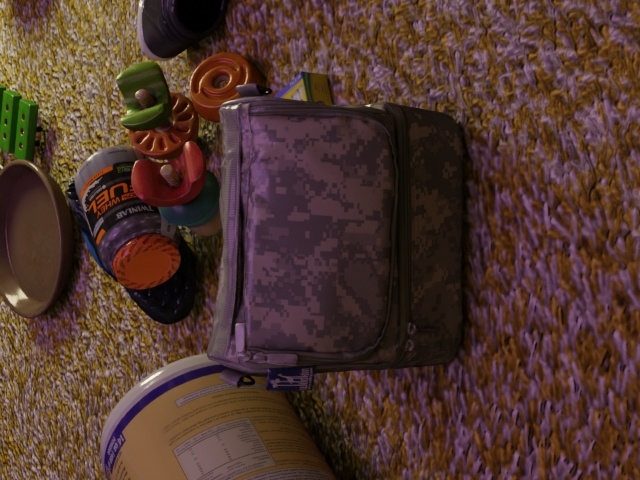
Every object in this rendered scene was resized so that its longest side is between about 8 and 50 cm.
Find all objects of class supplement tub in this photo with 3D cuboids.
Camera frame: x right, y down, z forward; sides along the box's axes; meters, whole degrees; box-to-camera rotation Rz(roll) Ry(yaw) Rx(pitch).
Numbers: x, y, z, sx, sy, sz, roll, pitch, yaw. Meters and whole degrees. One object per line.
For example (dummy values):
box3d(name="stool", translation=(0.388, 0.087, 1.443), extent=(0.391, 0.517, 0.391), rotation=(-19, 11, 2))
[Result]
box3d(name="supplement tub", translation=(-0.264, -0.031, 1.807), extent=(0.117, 0.117, 0.190), rotation=(-59, 43, 34))
box3d(name="supplement tub", translation=(-0.095, 0.318, 1.514), extent=(0.331, 0.241, 0.241), rotation=(54, 130, 42))

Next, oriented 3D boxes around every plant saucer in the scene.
box3d(name="plant saucer", translation=(-0.504, -0.003, 2.267), extent=(0.278, 0.041, 0.278), rotation=(6, 98, 49))

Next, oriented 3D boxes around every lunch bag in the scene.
box3d(name="lunch bag", translation=(0.000, 0.000, 1.374), extent=(0.212, 0.256, 0.305), rotation=(-1, 87, 50))

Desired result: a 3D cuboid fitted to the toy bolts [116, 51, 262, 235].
box3d(name="toy bolts", translation=(-0.159, -0.122, 1.773), extent=(0.218, 0.158, 0.228), rotation=(-14, 60, 13))

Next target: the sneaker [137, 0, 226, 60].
box3d(name="sneaker", translation=(-0.194, -0.406, 1.831), extent=(0.147, 0.104, 0.295), rotation=(2, 96, 53))

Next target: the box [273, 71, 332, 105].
box3d(name="box", translation=(-0.018, -0.105, 1.605), extent=(0.105, 0.043, 0.179), rotation=(-37, 60, 48))

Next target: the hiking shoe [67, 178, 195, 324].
box3d(name="hiking shoe", translation=(-0.266, 0.023, 1.925), extent=(0.304, 0.113, 0.132), rotation=(52, 159, 35))

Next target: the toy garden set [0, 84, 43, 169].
box3d(name="toy garden set", translation=(-0.577, -0.181, 2.405), extent=(0.244, 0.049, 0.203), rotation=(28, 115, 47))
